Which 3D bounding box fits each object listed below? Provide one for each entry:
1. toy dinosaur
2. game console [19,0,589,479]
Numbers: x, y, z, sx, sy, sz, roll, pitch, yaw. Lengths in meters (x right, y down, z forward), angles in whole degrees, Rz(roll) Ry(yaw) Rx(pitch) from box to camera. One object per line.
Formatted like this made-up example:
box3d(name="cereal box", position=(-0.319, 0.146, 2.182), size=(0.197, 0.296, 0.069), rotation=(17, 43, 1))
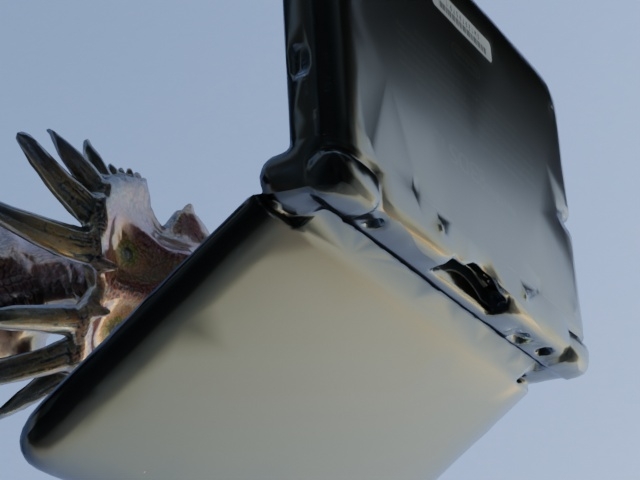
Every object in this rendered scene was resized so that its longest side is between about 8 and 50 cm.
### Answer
box3d(name="toy dinosaur", position=(-0.164, 0.040, 0.729), size=(0.295, 0.200, 0.127), rotation=(-33, -65, -18))
box3d(name="game console", position=(0.000, 0.000, 0.386), size=(0.122, 0.071, 0.107), rotation=(35, -134, -56))
